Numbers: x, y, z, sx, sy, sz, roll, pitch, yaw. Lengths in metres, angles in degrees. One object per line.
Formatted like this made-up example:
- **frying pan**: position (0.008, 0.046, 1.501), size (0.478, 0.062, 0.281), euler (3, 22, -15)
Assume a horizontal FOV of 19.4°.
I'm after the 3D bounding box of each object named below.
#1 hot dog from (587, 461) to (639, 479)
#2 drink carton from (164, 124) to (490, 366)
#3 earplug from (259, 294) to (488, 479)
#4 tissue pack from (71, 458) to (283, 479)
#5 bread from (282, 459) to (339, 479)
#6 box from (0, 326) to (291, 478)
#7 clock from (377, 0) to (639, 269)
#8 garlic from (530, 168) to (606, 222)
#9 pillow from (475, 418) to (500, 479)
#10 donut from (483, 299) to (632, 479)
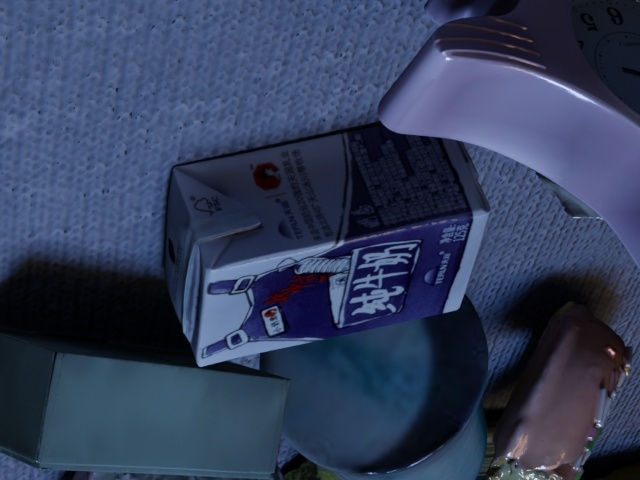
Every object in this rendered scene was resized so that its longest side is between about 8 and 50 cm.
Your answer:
- **hot dog**: position (0.377, 0.378, 2.127), size (0.365, 0.196, 0.367), euler (-14, 150, -22)
- **drink carton**: position (-0.001, 0.000, 1.395), size (0.222, 0.102, 0.134), euler (-11, 149, -16)
- **earplug**: position (0.073, 0.154, 1.623), size (0.185, 0.185, 0.324), euler (-25, 155, 2)
- **tissue pack**: position (-0.162, 0.300, 1.714), size (0.201, 0.124, 0.271), euler (-2, 144, -32)
- **bread**: position (0.010, 0.261, 1.784), size (0.125, 0.086, 0.156), euler (3, 151, -33)
- **box**: position (-0.153, 0.125, 1.433), size (0.225, 0.129, 0.086), euler (9, 91, -42)
- **clock**: position (0.182, -0.085, 1.222), size (0.290, 0.275, 0.080), euler (1, 145, -29)
- **garlic**: position (0.261, -0.063, 1.410), size (0.143, 0.178, 0.229), euler (-53, 146, 12)
- **pillow**: position (0.158, 0.240, 1.912), size (0.113, 0.038, 0.203), euler (-6, 145, -27)
- **donut**: position (0.216, 0.157, 1.694), size (0.199, 0.085, 0.233), euler (-60, 168, -23)
